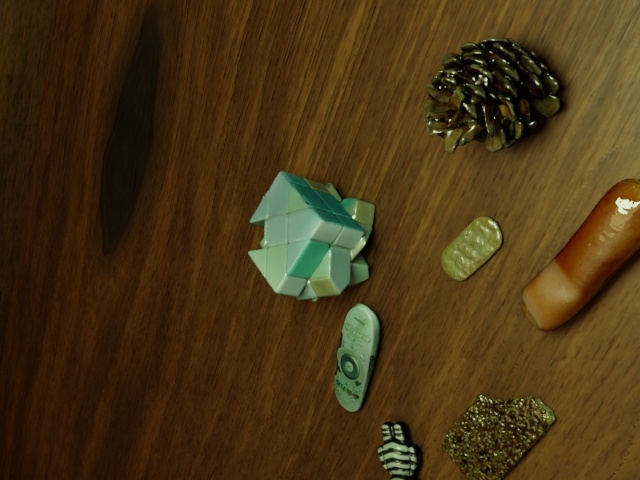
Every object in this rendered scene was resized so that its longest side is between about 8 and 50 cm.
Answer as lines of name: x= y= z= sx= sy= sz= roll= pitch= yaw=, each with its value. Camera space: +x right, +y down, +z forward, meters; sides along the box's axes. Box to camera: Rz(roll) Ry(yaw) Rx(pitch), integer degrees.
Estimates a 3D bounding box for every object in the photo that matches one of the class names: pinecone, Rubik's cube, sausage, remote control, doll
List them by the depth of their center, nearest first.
sausage: x=0.413 y=0.028 z=1.161 sx=0.089 sy=0.083 sz=0.300 roll=48 pitch=131 yaw=22
pinecone: x=0.262 y=-0.226 z=1.188 sx=0.184 sy=0.204 sz=0.179 roll=-25 pitch=98 yaw=46
Rubik's cube: x=0.000 y=0.000 z=1.508 sx=0.224 sy=0.213 sz=0.265 roll=-55 pitch=46 yaw=20
doll: x=0.165 y=0.470 z=1.508 sx=0.091 sy=0.067 sz=0.219 roll=-12 pitch=90 yaw=35
remote control: x=0.076 y=0.245 z=1.579 sx=0.097 sy=0.045 sz=0.256 roll=35 pitch=124 yaw=39

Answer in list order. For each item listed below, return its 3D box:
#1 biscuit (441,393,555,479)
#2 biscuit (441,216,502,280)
biscuit: x=0.311 y=0.345 z=1.361 sx=0.131 sy=0.026 sz=0.237 roll=48 pitch=129 yaw=28
biscuit: x=0.269 y=0.016 z=1.354 sx=0.071 sy=0.018 sz=0.147 roll=58 pitch=133 yaw=21
